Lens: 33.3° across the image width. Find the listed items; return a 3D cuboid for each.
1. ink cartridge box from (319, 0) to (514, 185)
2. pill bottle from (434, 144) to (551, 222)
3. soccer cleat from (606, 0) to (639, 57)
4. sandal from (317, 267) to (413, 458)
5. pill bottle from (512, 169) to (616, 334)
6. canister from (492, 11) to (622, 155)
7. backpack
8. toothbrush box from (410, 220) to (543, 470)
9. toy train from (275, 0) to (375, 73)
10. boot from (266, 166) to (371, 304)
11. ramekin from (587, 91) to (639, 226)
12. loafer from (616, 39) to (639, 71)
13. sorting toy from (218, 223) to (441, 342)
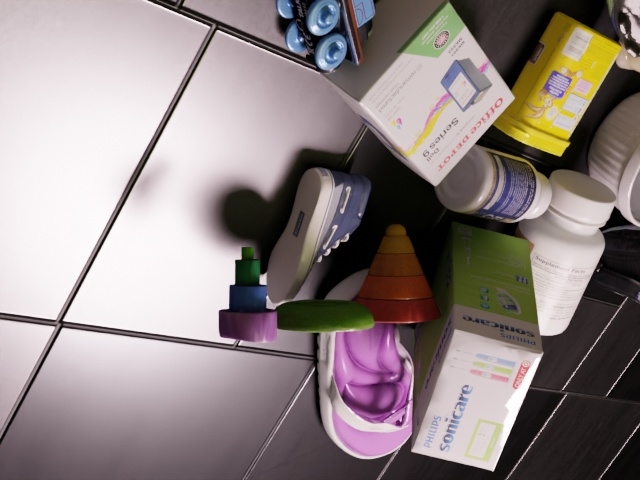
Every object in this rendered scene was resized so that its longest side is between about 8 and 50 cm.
[{"bbox_3d":[0.119,-0.186,1.280,0.154,0.093,0.212,-47,142,1],"label":"ink cartridge box"},{"bbox_3d":[0.243,-0.074,1.474,0.169,0.094,0.094,9,116,-44],"label":"pill bottle"},{"bbox_3d":[0.396,-0.372,1.379,0.094,0.121,0.289,-10,128,21],"label":"soccer cleat"},{"bbox_3d":[0.081,0.215,1.570,0.169,0.102,0.416,-33,138,-14],"label":"sandal"},{"bbox_3d":[0.352,0.016,1.613,0.131,0.131,0.229,-5,125,-38],"label":"pill bottle"},{"bbox_3d":[0.320,-0.210,1.445,0.126,0.073,0.169,11,113,-45],"label":"canister"},{"bbox_3d":[0.533,0.040,1.746,0.115,0.182,0.151,6,93,-45],"label":"backpack"},{"bbox_3d":[0.208,0.137,1.471,0.122,0.283,0.206,15,120,-1],"label":"toothbrush box"},{"bbox_3d":[0.009,-0.264,1.135,0.105,0.080,0.184,-38,139,-18],"label":"toy train"},{"bbox_3d":[0.000,0.000,1.349,0.086,0.069,0.190,5,119,-36],"label":"boot"},{"bbox_3d":[0.506,-0.134,1.637,0.207,0.109,0.207,-23,135,-25],"label":"ramekin"},{"bbox_3d":[0.546,-0.277,1.564,0.269,0.092,0.101,-15,131,-31],"label":"loafer"},{"bbox_3d":[0.017,0.044,1.302,0.366,0.127,0.126,-2,93,-49],"label":"sorting toy"}]
